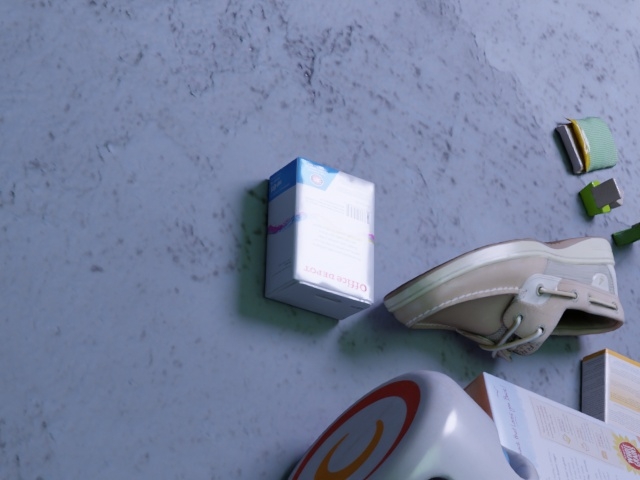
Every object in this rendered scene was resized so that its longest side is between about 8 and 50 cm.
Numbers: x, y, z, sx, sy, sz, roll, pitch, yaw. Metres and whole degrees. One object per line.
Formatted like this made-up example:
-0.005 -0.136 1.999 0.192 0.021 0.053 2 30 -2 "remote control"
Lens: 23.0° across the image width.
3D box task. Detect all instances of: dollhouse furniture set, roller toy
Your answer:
0.317 -0.073 1.683 0.076 0.058 0.152 -13 79 -42 "dollhouse furniture set"
0.073 0.217 1.264 0.146 0.191 0.209 46 49 -14 "roller toy"

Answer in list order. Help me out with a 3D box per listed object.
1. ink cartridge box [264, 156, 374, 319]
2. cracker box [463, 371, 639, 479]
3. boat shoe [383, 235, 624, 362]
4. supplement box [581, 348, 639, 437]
0.000 0.000 1.399 0.088 0.052 0.122 19 58 -31 "ink cartridge box"
0.227 0.231 1.440 0.232 0.067 0.156 25 38 -29 "cracker box"
0.186 0.060 1.488 0.302 0.109 0.098 -4 72 -46 "boat shoe"
0.293 0.166 1.570 0.062 0.036 0.098 25 56 -29 "supplement box"
